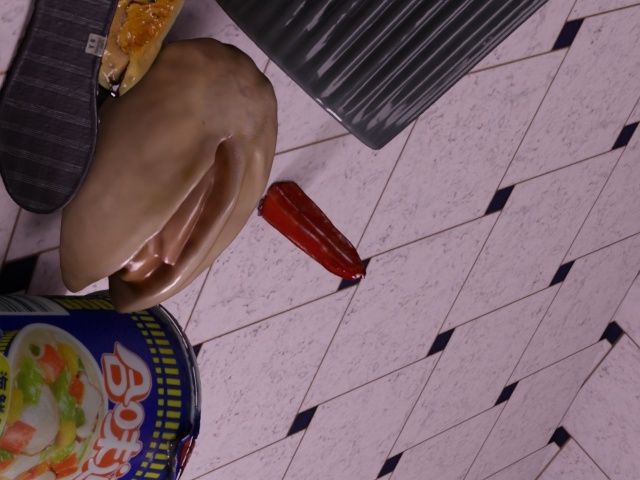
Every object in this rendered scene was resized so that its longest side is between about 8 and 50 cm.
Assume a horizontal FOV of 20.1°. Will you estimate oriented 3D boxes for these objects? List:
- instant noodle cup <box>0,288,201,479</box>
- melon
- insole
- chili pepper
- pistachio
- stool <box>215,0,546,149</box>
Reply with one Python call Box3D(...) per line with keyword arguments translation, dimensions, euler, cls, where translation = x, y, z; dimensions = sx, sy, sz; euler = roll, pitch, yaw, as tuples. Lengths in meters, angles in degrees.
Box3D(translation=(-0.333, 0.168, 1.937), dimensions=(0.312, 0.284, 0.284), euler=(14, 116, -53), cls="instant noodle cup")
Box3D(translation=(-0.186, -0.234, 1.794), dimensions=(0.160, 0.079, 0.128), euler=(-63, 169, 30), cls="melon")
Box3D(translation=(-0.257, -0.152, 1.776), dimensions=(0.012, 0.110, 0.309), euler=(-89, -162, -54), cls="insole")
Box3D(translation=(0.000, -0.003, 2.300), dimensions=(0.065, 0.169, 0.088), euler=(-49, 153, 1), cls="chili pepper")
Box3D(translation=(-0.169, -0.068, 1.913), dimensions=(0.193, 0.214, 0.318), euler=(27, 109, -29), cls="pistachio")
Box3D(translation=(0.085, -0.293, 1.886), dimensions=(0.330, 0.297, 0.297), euler=(-47, 155, 6), cls="stool")
